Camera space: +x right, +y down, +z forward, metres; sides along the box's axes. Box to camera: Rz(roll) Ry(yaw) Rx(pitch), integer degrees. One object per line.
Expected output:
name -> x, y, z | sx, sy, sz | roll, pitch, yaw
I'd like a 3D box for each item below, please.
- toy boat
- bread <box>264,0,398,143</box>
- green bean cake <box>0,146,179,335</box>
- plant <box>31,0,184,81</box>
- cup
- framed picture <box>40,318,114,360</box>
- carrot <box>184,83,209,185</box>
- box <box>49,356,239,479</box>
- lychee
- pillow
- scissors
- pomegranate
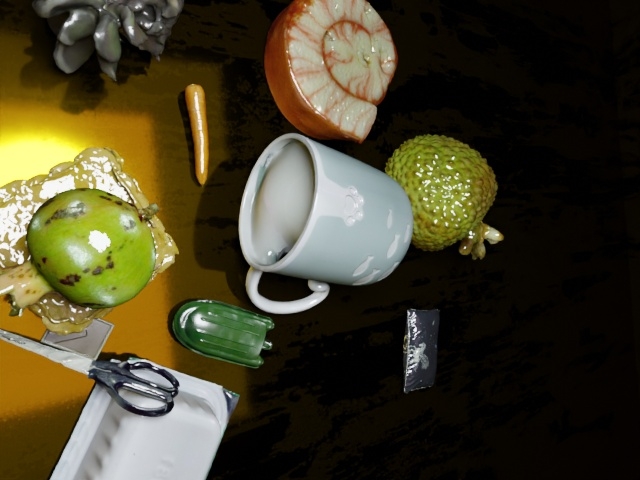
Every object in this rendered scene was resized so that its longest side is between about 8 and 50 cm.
toy boat -> -0.179, 0.176, 0.872 | 0.210, 0.052, 0.104 | 24, 76, -32
bread -> 0.028, -0.395, 1.011 | 0.295, 0.114, 0.328 | 37, 68, -28
green bean cake -> -0.365, -0.004, 0.696 | 0.229, 0.131, 0.224 | -39, 108, -27
plant -> -0.313, -0.382, 0.711 | 0.188, 0.198, 0.276 | 24, 67, -29
cup -> 0.000, 0.000, 0.914 | 0.274, 0.259, 0.357 | 14, 111, -35
framed picture -> -0.393, 0.150, 0.743 | 0.089, 0.006, 0.066 | 32, 70, -30
carrot -> -0.228, -0.198, 0.862 | 0.037, 0.037, 0.190 | -9, 94, -36
box -> -0.284, 0.390, 0.752 | 0.264, 0.106, 0.337 | 31, 71, -31
lychee -> 0.291, -0.101, 1.103 | 0.269, 0.270, 0.320 | -11, 63, -36
pillow -> 0.262, 0.284, 1.190 | 0.141, 0.055, 0.209 | 8, 84, -44
scissors -> -0.363, 0.191, 0.702 | 0.299, 0.109, 0.022 | 27, 105, -13
pomegranate -> -0.317, 0.018, 0.580 | 0.220, 0.156, 0.156 | -16, 99, 0
